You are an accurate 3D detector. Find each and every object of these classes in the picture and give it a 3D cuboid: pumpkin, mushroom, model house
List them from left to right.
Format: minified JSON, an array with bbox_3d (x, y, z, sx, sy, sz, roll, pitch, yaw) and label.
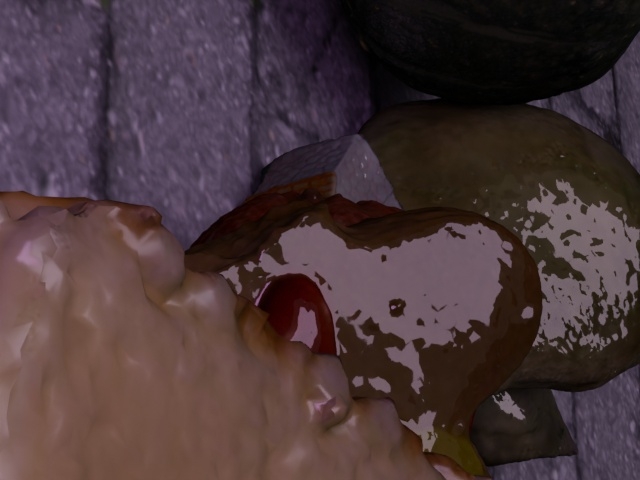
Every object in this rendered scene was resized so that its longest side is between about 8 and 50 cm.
[{"bbox_3d":[0.000,0.000,1.327,0.101,0.087,0.100,59,36,-22],"label":"model house"},{"bbox_3d":[0.142,0.019,1.463,0.217,0.212,0.292,19,67,-65],"label":"mushroom"},{"bbox_3d":[0.150,-0.250,1.481,0.328,0.257,0.292,-66,175,-62],"label":"pumpkin"}]

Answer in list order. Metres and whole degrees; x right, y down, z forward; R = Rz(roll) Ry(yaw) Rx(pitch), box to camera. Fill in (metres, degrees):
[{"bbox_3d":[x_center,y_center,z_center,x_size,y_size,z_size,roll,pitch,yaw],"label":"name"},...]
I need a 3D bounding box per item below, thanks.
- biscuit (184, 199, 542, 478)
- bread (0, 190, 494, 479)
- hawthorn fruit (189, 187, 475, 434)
[{"bbox_3d":[-0.013,0.186,1.030,0.368,0.076,0.394,-18,101,-22],"label":"biscuit"},{"bbox_3d":[-0.148,0.193,0.676,0.371,0.390,0.279,40,39,-47],"label":"bread"},{"bbox_3d":[-0.003,0.098,1.174,0.205,0.205,0.253,14,80,-58],"label":"hawthorn fruit"}]
